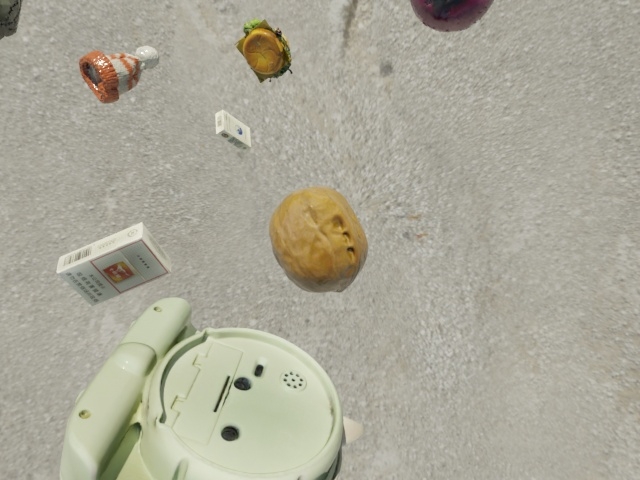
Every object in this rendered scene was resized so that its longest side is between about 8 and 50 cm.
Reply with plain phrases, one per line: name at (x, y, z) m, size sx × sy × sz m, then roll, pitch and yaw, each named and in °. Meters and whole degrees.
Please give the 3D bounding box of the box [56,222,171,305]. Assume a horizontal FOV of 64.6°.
box at (-0.746, 0.089, 1.852) m, size 0.330 × 0.095 × 0.210 m, roll -23°, pitch 134°, yaw 0°

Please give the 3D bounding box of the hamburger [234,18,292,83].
hamburger at (-0.164, -0.587, 1.555) m, size 0.163 × 0.093 × 0.190 m, roll -11°, pitch 122°, yaw 29°

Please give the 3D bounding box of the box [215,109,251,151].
box at (-0.181, -0.228, 1.055) m, size 0.024 × 0.083 × 0.054 m, roll -25°, pitch 59°, yaw 27°

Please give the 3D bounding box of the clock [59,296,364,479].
clock at (-0.097, 0.209, 0.592) m, size 0.323 × 0.265 × 0.109 m, roll 19°, pitch 117°, yaw -3°

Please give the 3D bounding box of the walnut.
walnut at (0.000, 0.000, 1.818) m, size 0.307 × 0.354 × 0.398 m, roll -25°, pitch 92°, yaw 48°

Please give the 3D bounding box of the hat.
hat at (-0.425, -0.374, 1.103) m, size 0.162 × 0.093 × 0.112 m, roll -36°, pitch 86°, yaw -38°

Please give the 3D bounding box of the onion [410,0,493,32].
onion at (0.176, -0.341, 0.679) m, size 0.115 × 0.104 × 0.115 m, roll 2°, pitch 94°, yaw 22°

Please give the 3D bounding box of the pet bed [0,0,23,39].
pet bed at (-0.446, -0.336, 0.541) m, size 0.210 × 0.159 × 0.183 m, roll -2°, pitch 61°, yaw -16°
